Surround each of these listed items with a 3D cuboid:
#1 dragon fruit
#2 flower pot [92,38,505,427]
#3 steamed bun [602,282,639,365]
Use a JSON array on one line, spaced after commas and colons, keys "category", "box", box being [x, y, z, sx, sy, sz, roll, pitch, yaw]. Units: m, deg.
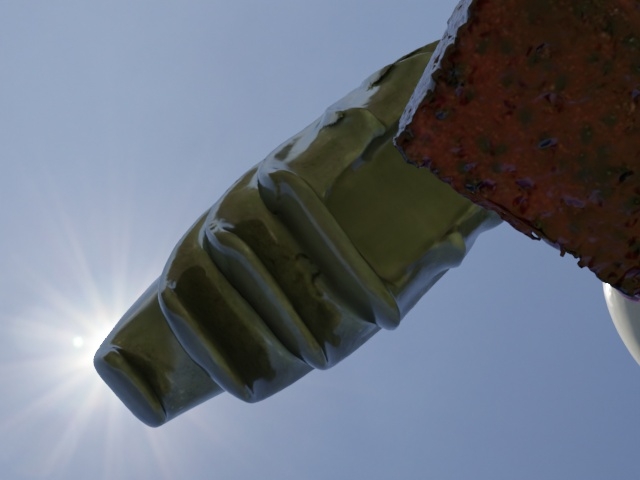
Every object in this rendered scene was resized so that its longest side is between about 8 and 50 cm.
[{"category": "dragon fruit", "box": [0.116, -0.057, 0.418, 0.161, 0.127, 0.120, 35, -159, -1]}, {"category": "flower pot", "box": [0.000, 0.000, 0.741, 0.367, 0.254, 0.164, -42, -81, -32]}, {"category": "steamed bun", "box": [0.411, 0.012, 0.836, 0.324, 0.206, 0.324, 1, -96, -13]}]
